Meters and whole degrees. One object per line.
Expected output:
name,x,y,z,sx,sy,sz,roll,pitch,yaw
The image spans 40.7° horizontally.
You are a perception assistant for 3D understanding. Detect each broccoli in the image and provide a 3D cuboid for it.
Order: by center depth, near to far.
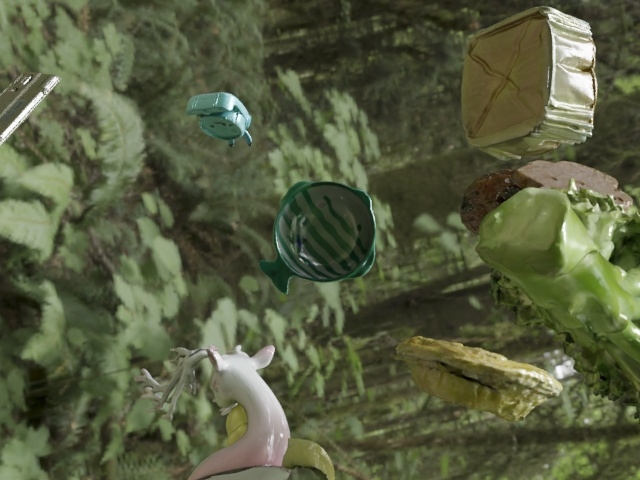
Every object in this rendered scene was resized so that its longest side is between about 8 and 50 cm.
broccoli,0.294,0.043,0.979,0.353,0.397,0.275,-8,-119,69

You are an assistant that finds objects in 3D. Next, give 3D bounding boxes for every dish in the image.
dish,0.000,0.000,1.658,0.224,0.246,0.078,49,-2,13

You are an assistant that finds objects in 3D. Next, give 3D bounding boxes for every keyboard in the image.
keyboard,-0.306,-0.123,0.843,0.015,0.049,0.129,80,27,-45

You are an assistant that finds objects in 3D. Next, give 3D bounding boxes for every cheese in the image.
cheese,-0.010,0.270,1.024,0.084,0.041,0.060,47,17,-1

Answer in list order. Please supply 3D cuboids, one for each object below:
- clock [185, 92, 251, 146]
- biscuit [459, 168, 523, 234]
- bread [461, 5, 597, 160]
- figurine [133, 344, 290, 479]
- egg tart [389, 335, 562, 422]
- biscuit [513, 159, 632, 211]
clock,-0.190,-0.236,1.712,0.147,0.108,0.045,46,50,-52
biscuit,0.369,-0.079,1.740,0.192,0.192,0.049,-108,175,-56
bread,0.298,-0.219,1.236,0.210,0.109,0.192,-16,-109,63
figurine,-0.192,0.309,1.553,0.284,0.206,0.316,-41,-140,38
egg tart,0.239,0.222,1.355,0.279,0.278,0.095,97,10,-79
biscuit,0.480,-0.093,1.637,0.290,0.208,0.041,-24,134,-53
